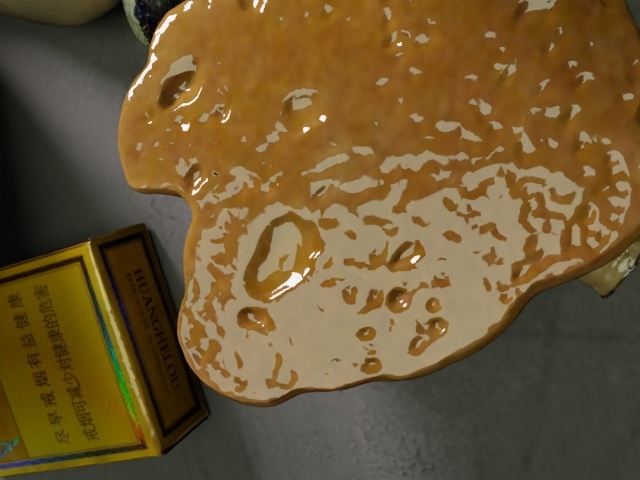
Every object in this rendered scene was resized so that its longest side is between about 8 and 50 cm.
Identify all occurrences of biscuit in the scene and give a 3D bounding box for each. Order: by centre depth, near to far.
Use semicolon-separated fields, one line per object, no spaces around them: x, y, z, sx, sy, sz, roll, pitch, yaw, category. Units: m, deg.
0.024;-0.063;0.444;0.351;0.057;0.312;-40;79;10;biscuit

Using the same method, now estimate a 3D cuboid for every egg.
-0.108;-0.195;0.509;0.085;0.085;0.110;31;106;13;egg

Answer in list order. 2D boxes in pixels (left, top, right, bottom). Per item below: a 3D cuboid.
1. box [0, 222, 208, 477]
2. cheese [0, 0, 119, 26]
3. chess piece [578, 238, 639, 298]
-0.276;0.116;0.640;0.302;0.084;0.192;-15;95;23;box
-0.283;-0.359;0.517;0.351;0.130;0.328;22;109;16;cheese
0.138;-0.031;0.469;0.172;0.060;0.060;35;111;14;chess piece
